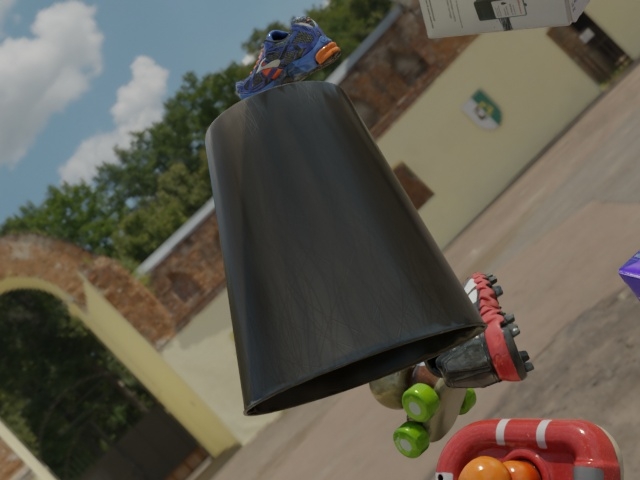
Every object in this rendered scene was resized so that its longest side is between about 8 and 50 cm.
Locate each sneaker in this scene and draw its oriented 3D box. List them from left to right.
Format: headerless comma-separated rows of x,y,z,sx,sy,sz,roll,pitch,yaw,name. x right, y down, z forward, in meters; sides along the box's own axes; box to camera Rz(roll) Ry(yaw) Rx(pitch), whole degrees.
-0.060,-0.279,1.372,0.221,0.087,0.083,-21,11,46,sneaker
0.200,0.123,1.225,0.135,0.098,0.276,-22,15,9,sneaker

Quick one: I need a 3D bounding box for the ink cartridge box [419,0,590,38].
0.258,-0.352,1.213,0.208,0.087,0.153,3,38,33,ink cartridge box

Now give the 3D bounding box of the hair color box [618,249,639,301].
0.559,0.003,1.106,0.339,0.185,0.110,-40,14,-6,hair color box

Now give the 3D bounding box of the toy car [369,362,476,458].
0.126,0.205,1.349,0.155,0.188,0.149,-30,-40,-41,toy car

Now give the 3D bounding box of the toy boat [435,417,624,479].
0.214,0.274,1.001,0.231,0.151,0.151,-14,69,51,toy boat

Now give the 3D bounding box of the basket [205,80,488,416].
0.000,0.000,0.721,0.204,0.227,0.154,-23,-16,16,basket
